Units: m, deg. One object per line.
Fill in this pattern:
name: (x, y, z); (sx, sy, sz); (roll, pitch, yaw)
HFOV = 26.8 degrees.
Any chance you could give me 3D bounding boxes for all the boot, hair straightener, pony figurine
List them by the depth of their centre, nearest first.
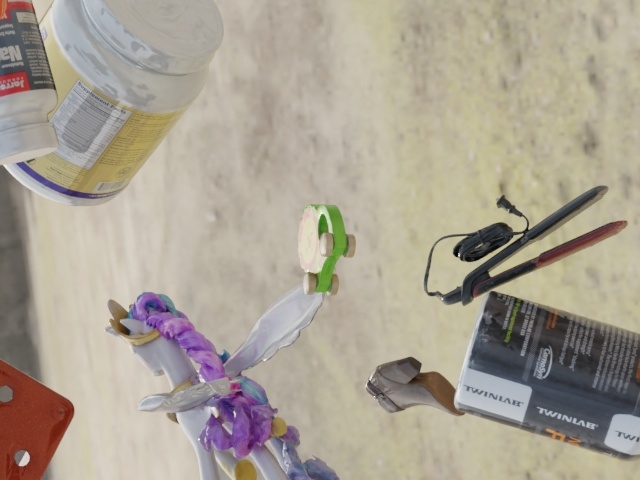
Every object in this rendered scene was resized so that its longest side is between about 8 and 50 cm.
hair straightener: (0.202, -0.003, 1.411); (0.047, 0.230, 0.089); (-2, -114, -62)
boot: (0.117, 0.198, 1.713); (0.118, 0.042, 0.087); (44, 128, -6)
pony figurine: (-0.117, 0.211, 1.732); (0.351, 0.303, 0.363); (-18, 102, 49)

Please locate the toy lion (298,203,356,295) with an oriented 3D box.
toy lion: (0.000, 0.000, 1.339); (0.100, 0.034, 0.096); (113, 152, -48)

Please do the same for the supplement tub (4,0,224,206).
supplement tub: (-0.308, -0.231, 1.917); (0.331, 0.241, 0.241); (-46, 48, 37)

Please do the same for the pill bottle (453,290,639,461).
pill bottle: (0.268, 0.144, 1.350); (0.130, 0.246, 0.130); (16, -90, -80)

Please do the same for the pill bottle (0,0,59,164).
pill bottle: (-0.361, -0.183, 1.537); (0.108, 0.108, 0.180); (160, 94, -76)

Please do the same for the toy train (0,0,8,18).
toy train: (-0.288, -0.165, 0.947); (0.046, 0.166, 0.125); (-90, 2, -60)

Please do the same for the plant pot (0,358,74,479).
plant pot: (-0.459, 0.247, 1.669); (0.236, 0.267, 0.267); (-18, 42, 56)
